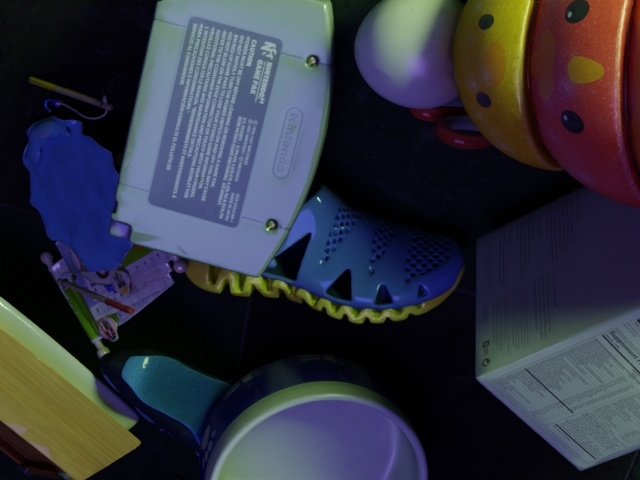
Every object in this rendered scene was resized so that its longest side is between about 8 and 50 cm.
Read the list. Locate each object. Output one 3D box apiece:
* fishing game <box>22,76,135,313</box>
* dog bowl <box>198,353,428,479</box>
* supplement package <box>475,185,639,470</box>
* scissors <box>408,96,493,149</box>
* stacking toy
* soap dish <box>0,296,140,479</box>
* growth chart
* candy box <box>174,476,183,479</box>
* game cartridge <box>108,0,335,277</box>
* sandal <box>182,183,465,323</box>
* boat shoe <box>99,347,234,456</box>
[{"bbox_3d":[-0.265,-0.053,1.627,0.189,0.041,0.264,16,122,40],"label":"fishing game"},{"bbox_3d":[-0.011,0.273,1.744,0.264,0.104,0.265,-5,115,-10],"label":"dog bowl"},{"bbox_3d":[0.320,0.069,1.483,0.262,0.199,0.198,-28,127,31],"label":"supplement package"},{"bbox_3d":[0.237,-0.119,1.478,0.297,0.109,0.021,0,118,-16],"label":"scissors"},{"bbox_3d":[0.242,-0.158,1.320,0.479,0.351,0.351,4,130,32],"label":"stacking toy"},{"bbox_3d":[-0.381,0.177,1.770,0.291,0.118,0.229,43,157,-20],"label":"soap dish"},{"bbox_3d":[-0.242,0.016,1.680,0.172,0.021,0.237,54,133,7],"label":"growth chart"},{"bbox_3d":[-0.135,0.407,2.000,0.205,0.027,0.105,32,125,-11],"label":"candy box"},{"bbox_3d":[-0.093,-0.120,1.490,0.198,0.062,0.297,15,106,-1],"label":"game cartridge"},{"bbox_3d":[0.000,0.000,1.585,0.317,0.126,0.138,7,125,8],"label":"sandal"},{"bbox_3d":[-0.168,0.189,1.784,0.089,0.109,0.258,14,154,40],"label":"boat shoe"}]
